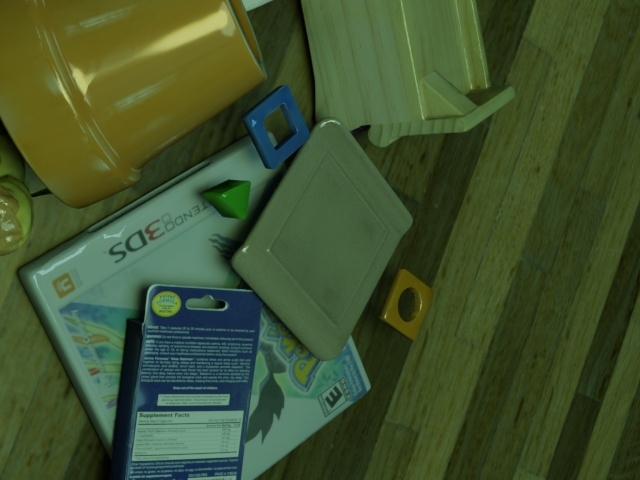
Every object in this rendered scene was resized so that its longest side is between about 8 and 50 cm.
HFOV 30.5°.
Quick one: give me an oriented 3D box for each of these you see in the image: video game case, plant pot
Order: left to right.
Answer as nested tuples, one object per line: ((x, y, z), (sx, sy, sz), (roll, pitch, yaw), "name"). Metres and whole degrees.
((-0.153, -0.155, 0.952), (0.188, 0.205, 0.205), (-23, 115, 5), "plant pot")
((-0.111, 0.098, 1.205), (0.300, 0.036, 0.329), (-34, 116, -28), "video game case")

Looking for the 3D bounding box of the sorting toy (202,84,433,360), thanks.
((0.000, 0.000, 1.225), (0.348, 0.047, 0.196), (50, 61, -35), "sorting toy")

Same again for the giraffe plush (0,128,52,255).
((-0.303, -0.087, 0.937), (0.210, 0.181, 0.170), (-32, 123, -38), "giraffe plush")

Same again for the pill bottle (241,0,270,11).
((-0.126, -0.364, 1.035), (0.176, 0.176, 0.319), (-34, 116, -28), "pill bottle")

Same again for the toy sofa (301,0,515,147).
((0.075, -0.291, 1.237), (0.150, 0.177, 0.363), (-36, 118, -53), "toy sofa")

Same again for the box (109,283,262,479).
((-0.131, 0.155, 1.153), (0.136, 0.036, 0.225), (6, 94, -37), "box")
